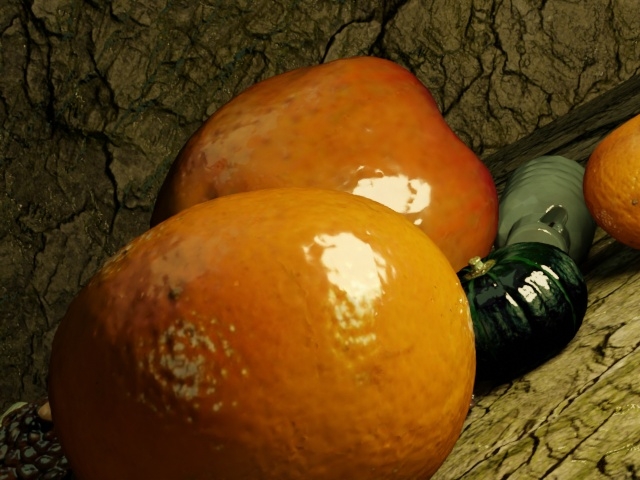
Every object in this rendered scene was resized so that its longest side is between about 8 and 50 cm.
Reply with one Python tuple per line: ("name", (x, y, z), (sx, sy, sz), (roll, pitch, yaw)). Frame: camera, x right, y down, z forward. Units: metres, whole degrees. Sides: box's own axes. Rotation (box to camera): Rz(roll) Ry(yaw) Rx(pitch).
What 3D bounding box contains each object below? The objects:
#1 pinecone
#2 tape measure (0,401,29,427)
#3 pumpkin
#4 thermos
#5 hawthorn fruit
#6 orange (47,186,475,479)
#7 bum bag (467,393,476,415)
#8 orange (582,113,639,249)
("pinecone", (-0.292, 0.295, 1.694), (0.224, 0.272, 0.224), (-14, 37, 10))
("tape measure", (-0.367, 0.354, 1.957), (0.235, 0.207, 0.115), (17, 40, 24))
("pumpkin", (0.215, 0.078, 1.603), (0.202, 0.140, 0.202), (-33, 5, 4))
("thermos", (0.301, -0.007, 1.900), (0.182, 0.145, 0.286), (-62, -5, 23))
("hawthorn fruit", (0.000, 0.000, 1.819), (0.472, 0.471, 0.472), (-30, 7, 4))
("orange", (-0.048, 0.142, 1.345), (0.424, 0.326, 0.424), (-15, -27, -8))
("bum bag", (0.123, 0.158, 1.590), (0.159, 0.109, 0.026), (-92, 26, -83))
("orange", (0.435, -0.078, 1.677), (0.224, 0.170, 0.224), (-25, -15, -7))
